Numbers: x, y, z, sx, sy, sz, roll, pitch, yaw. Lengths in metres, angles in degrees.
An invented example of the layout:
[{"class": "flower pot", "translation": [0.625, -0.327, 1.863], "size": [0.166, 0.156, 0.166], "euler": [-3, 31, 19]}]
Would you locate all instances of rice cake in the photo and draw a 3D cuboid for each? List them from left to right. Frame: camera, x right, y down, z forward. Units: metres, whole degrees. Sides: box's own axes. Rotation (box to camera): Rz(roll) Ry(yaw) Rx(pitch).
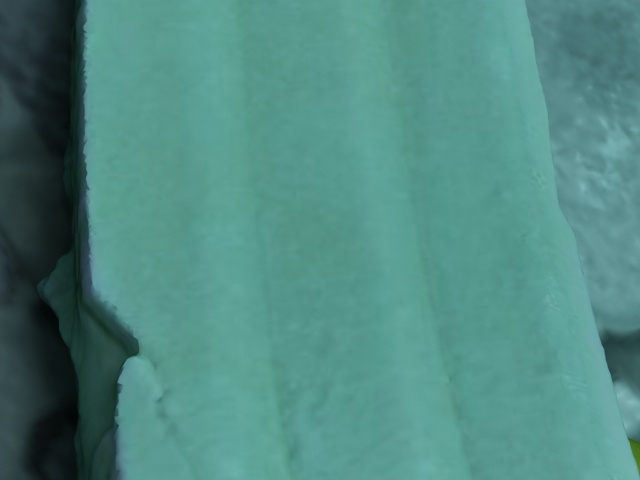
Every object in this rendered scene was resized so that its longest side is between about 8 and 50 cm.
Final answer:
[{"class": "rice cake", "translation": [0.000, 0.000, 0.420], "size": [0.127, 0.043, 0.237], "euler": [2, 53, -10]}]

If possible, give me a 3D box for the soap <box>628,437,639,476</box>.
[{"class": "soap", "translation": [0.051, 0.104, 0.411], "size": [0.089, 0.045, 0.140], "euler": [48, 54, 1]}]
